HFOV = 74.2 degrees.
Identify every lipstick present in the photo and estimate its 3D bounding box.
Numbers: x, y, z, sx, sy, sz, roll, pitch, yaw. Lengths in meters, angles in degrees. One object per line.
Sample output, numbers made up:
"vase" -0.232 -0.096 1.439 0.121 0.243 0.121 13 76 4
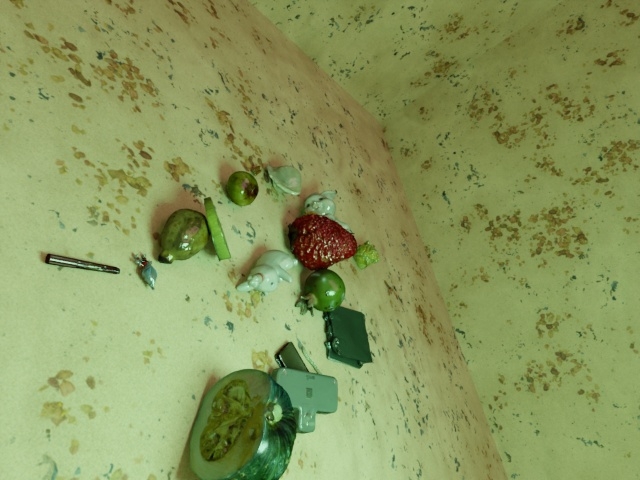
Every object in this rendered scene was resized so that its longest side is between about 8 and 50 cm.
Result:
"lipstick" -0.589 0.061 1.059 0.176 0.027 0.027 20 48 -52

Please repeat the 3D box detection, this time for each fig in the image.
"fig" -0.304 -0.205 1.660 0.153 0.120 0.136 -85 180 -74

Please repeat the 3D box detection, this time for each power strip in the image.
"power strip" -0.055 0.542 1.423 0.264 0.059 0.194 23 54 -33

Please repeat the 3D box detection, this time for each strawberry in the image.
"strawberry" 0.002 0.000 1.840 0.261 0.257 0.261 48 28 -36

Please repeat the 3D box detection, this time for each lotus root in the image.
"lotus root" -0.422 -0.009 1.302 0.138 0.138 0.214 45 43 -28

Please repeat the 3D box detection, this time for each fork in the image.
"fork" -0.007 0.495 1.618 0.220 0.028 0.034 59 32 -5

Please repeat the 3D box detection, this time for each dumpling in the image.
"dumpling" -0.174 -0.286 1.957 0.166 0.126 0.216 12 57 -35

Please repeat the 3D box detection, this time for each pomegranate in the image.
"pomegranate" -0.004 0.219 1.738 0.224 0.181 0.182 -29 90 -41

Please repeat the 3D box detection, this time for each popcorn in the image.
"popcorn" 0.249 0.076 2.304 0.135 0.141 0.163 35 77 -43

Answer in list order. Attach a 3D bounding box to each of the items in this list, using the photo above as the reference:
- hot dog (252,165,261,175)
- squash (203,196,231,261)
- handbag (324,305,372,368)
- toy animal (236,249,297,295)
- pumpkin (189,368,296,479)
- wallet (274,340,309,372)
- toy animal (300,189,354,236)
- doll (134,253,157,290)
"hot dog" -0.287 -0.311 1.893 0.083 0.021 0.037 -52 131 -63
"squash" -0.343 -0.041 1.406 0.219 0.041 0.219 166 -90 -79
"handbag" 0.113 0.410 1.840 0.260 0.079 0.248 30 40 -41
"toy animal" -0.192 0.137 1.531 0.138 0.140 0.282 46 27 -10
"pumpkin" -0.173 0.505 1.100 0.197 0.263 0.293 50 30 -31
"wallet" -0.085 0.469 1.511 0.198 0.031 0.110 61 29 -1
"toy animal" 0.022 -0.110 2.063 0.310 0.182 0.247 59 23 6
"doll" -0.485 0.088 1.192 0.114 0.039 0.057 60 -15 16
